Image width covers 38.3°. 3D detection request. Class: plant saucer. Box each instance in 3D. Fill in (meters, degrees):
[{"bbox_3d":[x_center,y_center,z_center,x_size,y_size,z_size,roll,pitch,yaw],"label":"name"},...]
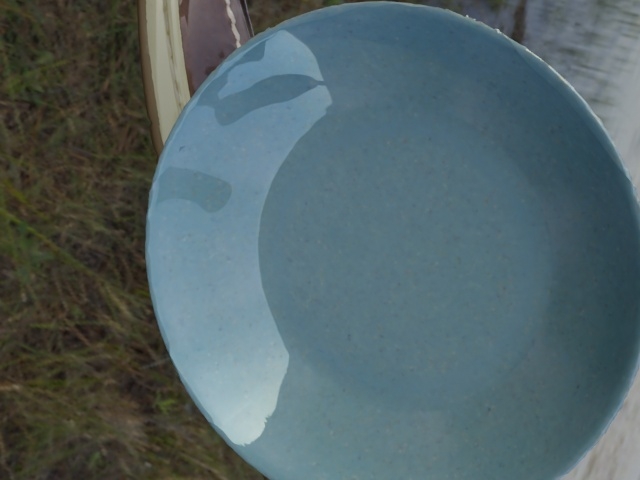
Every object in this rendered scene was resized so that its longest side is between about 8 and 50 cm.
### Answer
[{"bbox_3d":[0.025,0.010,0.350,0.037,0.195,0.194,-23,129,-63],"label":"plant saucer"}]

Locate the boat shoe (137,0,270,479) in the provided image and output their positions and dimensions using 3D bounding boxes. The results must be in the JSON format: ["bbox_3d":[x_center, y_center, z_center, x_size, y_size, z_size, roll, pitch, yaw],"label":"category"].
[{"bbox_3d":[0.000,0.000,0.486,0.123,0.123,0.341,-93,168,-76],"label":"boat shoe"}]
